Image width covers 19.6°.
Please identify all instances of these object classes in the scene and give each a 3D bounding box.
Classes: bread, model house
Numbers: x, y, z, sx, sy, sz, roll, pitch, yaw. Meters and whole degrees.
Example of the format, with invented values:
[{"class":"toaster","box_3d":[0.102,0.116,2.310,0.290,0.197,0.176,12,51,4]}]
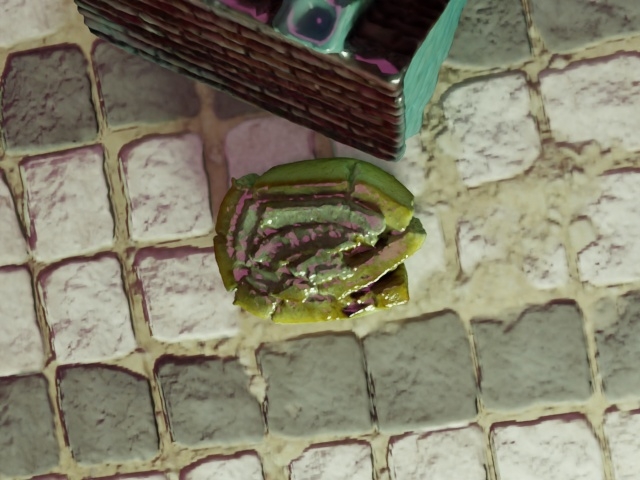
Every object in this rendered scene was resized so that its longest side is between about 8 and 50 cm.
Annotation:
[{"class":"bread","box_3d":[0.000,0.000,1.343,0.156,0.064,0.118,-10,96,17]},{"class":"model house","box_3d":[-0.039,-0.201,1.230,0.280,0.249,0.230,22,102,11]}]
